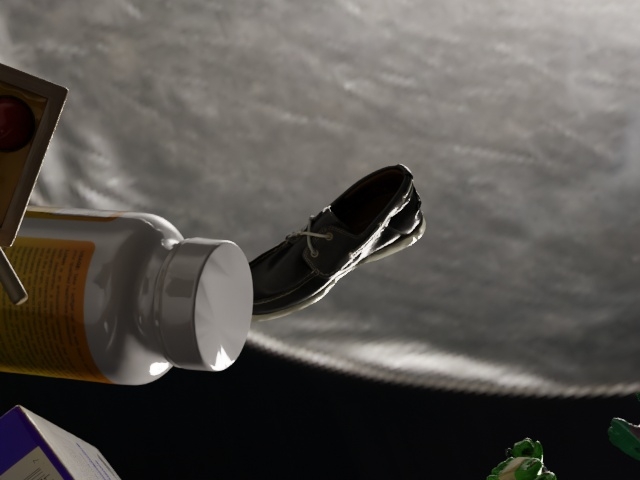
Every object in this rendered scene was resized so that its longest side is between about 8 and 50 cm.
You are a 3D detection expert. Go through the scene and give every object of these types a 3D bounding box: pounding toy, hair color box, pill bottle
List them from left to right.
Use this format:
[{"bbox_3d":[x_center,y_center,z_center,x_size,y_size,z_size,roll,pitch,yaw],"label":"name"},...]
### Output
[{"bbox_3d":[-0.229,-0.048,1.053,0.130,0.141,0.100,20,179,-10],"label":"pounding toy"},{"bbox_3d":[-0.223,0.270,1.475,0.110,0.185,0.339,-38,167,-4],"label":"hair color box"},{"bbox_3d":[-0.184,0.043,1.289,0.245,0.136,0.136,4,177,24],"label":"pill bottle"}]

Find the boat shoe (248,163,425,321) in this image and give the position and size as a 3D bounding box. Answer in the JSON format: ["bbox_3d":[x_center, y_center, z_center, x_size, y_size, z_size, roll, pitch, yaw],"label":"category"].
[{"bbox_3d":[0.000,0.000,1.641,0.233,0.084,0.079,-30,141,-17],"label":"boat shoe"}]

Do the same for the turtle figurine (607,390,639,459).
[{"bbox_3d":[0.406,0.132,1.767,0.234,0.118,0.175,-44,151,-38],"label":"turtle figurine"}]

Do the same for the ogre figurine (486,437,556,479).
[{"bbox_3d":[0.232,0.281,1.620,0.097,0.118,0.197,-34,-167,-11],"label":"ogre figurine"}]
